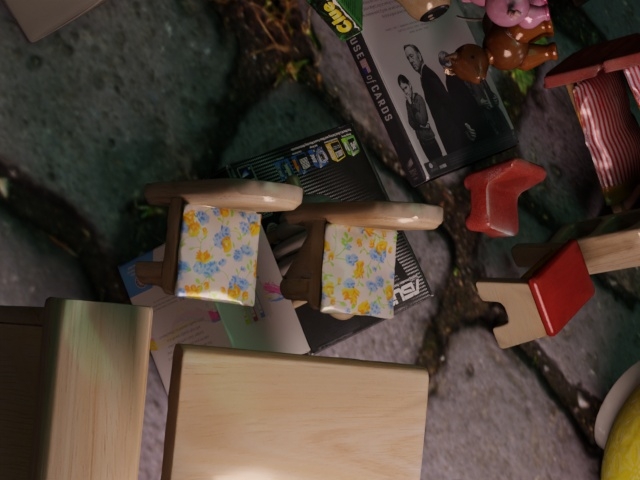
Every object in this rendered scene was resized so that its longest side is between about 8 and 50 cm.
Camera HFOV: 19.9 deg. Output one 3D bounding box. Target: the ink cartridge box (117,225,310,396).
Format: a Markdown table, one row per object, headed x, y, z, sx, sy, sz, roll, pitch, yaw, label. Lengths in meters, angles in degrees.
| x | y | z | sx | sy | sz | roll | pitch | yaw | label |
| --- | --- | --- | --- | --- | --- | --- | --- | --- | --- |
| -0.084 | 0.065 | 1.500 | 0.090 | 0.092 | 0.143 | -18 | 86 | -49 | ink cartridge box |

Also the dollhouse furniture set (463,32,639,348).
| x | y | z | sx | sy | sz | roll | pitch | yaw | label |
| --- | --- | --- | --- | --- | --- | --- | --- | --- | --- |
| 0.293 | -0.068 | 1.893 | 0.374 | 0.152 | 0.201 | -39 | 111 | -49 | dollhouse furniture set |

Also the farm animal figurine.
| x | y | z | sx | sy | sz | roll | pitch | yaw | label |
| --- | --- | --- | --- | --- | --- | --- | --- | --- | --- |
| 0.120 | -0.312 | 1.779 | 0.330 | 0.172 | 0.326 | 63 | 19 | -62 | farm animal figurine |

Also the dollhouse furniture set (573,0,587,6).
| x | y | z | sx | sy | sz | roll | pitch | yaw | label |
| --- | --- | --- | --- | --- | --- | --- | --- | --- | --- |
| 0.227 | -0.321 | 2.073 | 0.151 | 0.123 | 0.144 | -24 | 88 | -15 | dollhouse furniture set |

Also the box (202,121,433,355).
| x | y | z | sx | sy | sz | roll | pitch | yaw | label |
| --- | --- | --- | --- | --- | --- | --- | --- | --- | --- |
| 0.000 | 0.000 | 1.657 | 0.191 | 0.045 | 0.184 | -21 | 85 | -48 | box |

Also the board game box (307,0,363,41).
| x | y | z | sx | sy | sz | roll | pitch | yaw | label |
| --- | --- | --- | --- | --- | --- | --- | --- | --- | --- |
| -0.006 | -0.317 | 1.766 | 0.136 | 0.030 | 0.259 | 48 | 28 | -32 | board game box |

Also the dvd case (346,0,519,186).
| x | y | z | sx | sy | sz | roll | pitch | yaw | label |
| --- | --- | --- | --- | --- | --- | --- | --- | --- | --- |
| 0.103 | -0.186 | 1.872 | 0.179 | 0.029 | 0.238 | -22 | 87 | -49 | dvd case |

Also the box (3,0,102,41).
| x | y | z | sx | sy | sz | roll | pitch | yaw | label |
| --- | --- | --- | --- | --- | --- | --- | --- | --- | --- |
| -0.160 | -0.274 | 1.578 | 0.275 | 0.113 | 0.094 | -40 | 103 | -47 | box |

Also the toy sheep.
| x | y | z | sx | sy | sz | roll | pitch | yaw | label |
| --- | --- | --- | --- | --- | --- | --- | --- | --- | --- |
| -0.002 | 0.007 | 1.556 | 0.091 | 0.091 | 0.132 | -29 | 93 | -49 | toy sheep |

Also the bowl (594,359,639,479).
| x | y | z | sx | sy | sz | roll | pitch | yaw | label |
| --- | --- | --- | --- | --- | --- | --- | --- | --- | --- |
| 0.371 | 0.202 | 1.837 | 0.289 | 0.289 | 0.156 | -3 | 31 | -47 | bowl |

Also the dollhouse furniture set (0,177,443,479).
| x | y | z | sx | sy | sz | roll | pitch | yaw | label |
| --- | --- | --- | --- | --- | --- | --- | --- | --- | --- |
| -0.069 | 0.136 | 1.275 | 0.394 | 0.256 | 0.362 | 8 | 86 | -33 | dollhouse furniture set |
